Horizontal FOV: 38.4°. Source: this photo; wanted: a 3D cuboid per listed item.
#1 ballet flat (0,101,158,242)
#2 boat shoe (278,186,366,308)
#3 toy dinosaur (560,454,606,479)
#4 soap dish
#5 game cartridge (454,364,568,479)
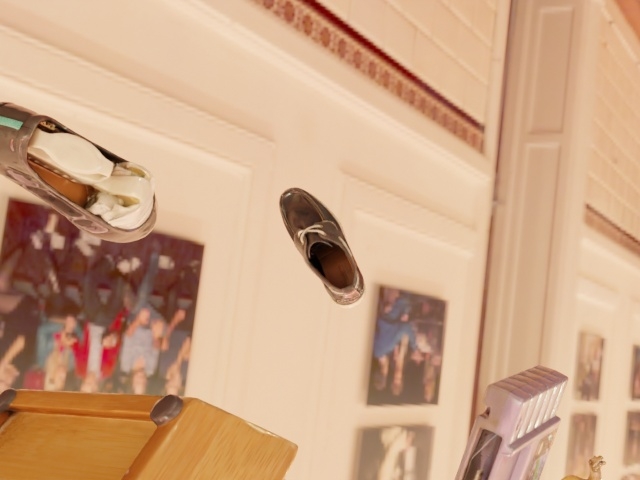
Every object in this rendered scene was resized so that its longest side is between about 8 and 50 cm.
[{"bbox_3d":[-0.246,-0.061,0.990,0.096,0.095,0.280,5,165,33],"label":"ballet flat"},{"bbox_3d":[0.000,0.000,1.503,0.084,0.233,0.079,-32,157,4],"label":"boat shoe"},{"bbox_3d":[0.372,0.385,1.316,0.092,0.183,0.053,44,-155,27],"label":"toy dinosaur"},{"bbox_3d":[-0.184,0.211,0.649,0.291,0.229,0.118,-6,128,42],"label":"soap dish"},{"bbox_3d":[0.208,0.334,1.132,0.068,0.354,0.230,23,-170,31],"label":"game cartridge"}]
